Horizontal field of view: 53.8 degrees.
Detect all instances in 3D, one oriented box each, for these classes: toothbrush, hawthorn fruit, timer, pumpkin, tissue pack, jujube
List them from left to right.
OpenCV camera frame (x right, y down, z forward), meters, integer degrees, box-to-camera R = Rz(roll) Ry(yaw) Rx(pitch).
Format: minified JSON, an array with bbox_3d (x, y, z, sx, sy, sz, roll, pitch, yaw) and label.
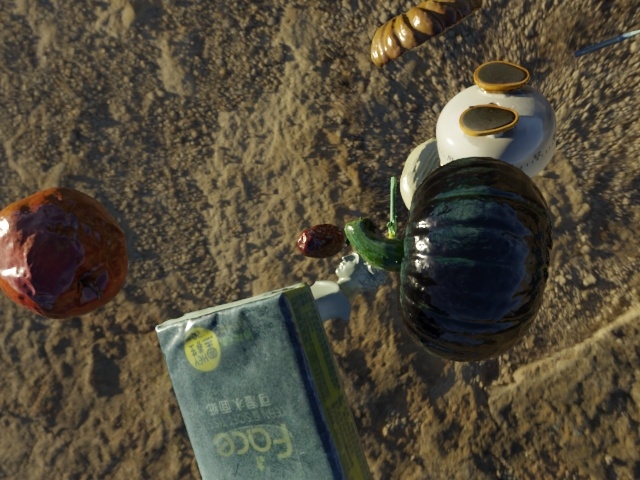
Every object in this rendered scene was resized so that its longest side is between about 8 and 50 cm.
[{"bbox_3d":[-0.387,0.037,0.983,0.243,0.207,0.208,33,106,39],"label":"hawthorn fruit"},{"bbox_3d":[-0.060,0.190,0.703,0.185,0.081,0.257,-17,92,29],"label":"tissue pack"},{"bbox_3d":[0.000,0.000,1.328,0.077,0.129,0.078,0,90,31],"label":"jujube"},{"bbox_3d":[0.147,0.020,0.760,0.247,0.248,0.248,2,97,17],"label":"pumpkin"},{"bbox_3d":[0.346,-0.197,1.257,0.233,0.240,0.234,-9,50,11],"label":"timer"},{"bbox_3d":[0.717,-0.483,1.502,0.219,0.019,0.016,-15,106,35],"label":"toothbrush"}]

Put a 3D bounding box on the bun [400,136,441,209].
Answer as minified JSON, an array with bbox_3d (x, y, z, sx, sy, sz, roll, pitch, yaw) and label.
[{"bbox_3d":[0.338,-0.148,1.758,0.259,0.160,0.260,1,74,-4],"label":"bun"}]

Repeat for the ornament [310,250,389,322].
[{"bbox_3d":[0.069,0.126,1.666,0.285,0.130,0.120,-42,38,-18],"label":"ornament"}]

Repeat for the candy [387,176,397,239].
[{"bbox_3d":[0.207,-0.050,1.799,0.073,0.077,0.262,14,107,51],"label":"candy"}]

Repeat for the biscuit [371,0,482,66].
[{"bbox_3d":[0.272,-0.581,1.701,0.325,0.326,0.107,-26,104,18],"label":"biscuit"}]
